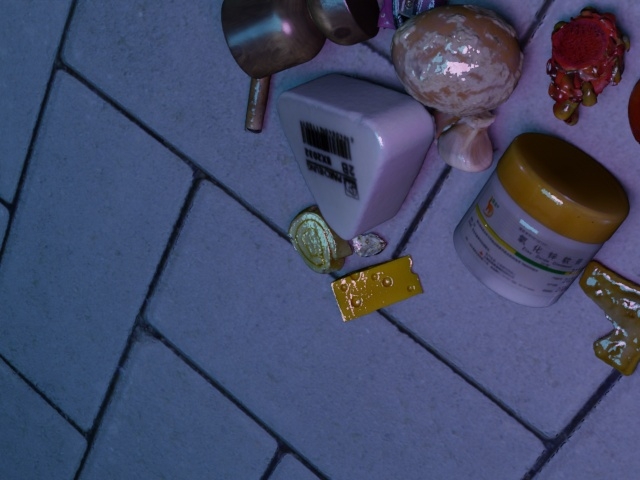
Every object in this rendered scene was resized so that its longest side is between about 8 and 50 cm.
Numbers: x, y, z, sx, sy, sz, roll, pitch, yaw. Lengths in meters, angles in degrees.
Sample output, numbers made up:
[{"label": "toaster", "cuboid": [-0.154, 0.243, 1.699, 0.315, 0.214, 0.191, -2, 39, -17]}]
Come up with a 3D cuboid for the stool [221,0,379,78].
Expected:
[{"label": "stool", "cuboid": [-0.040, -0.439, 1.796, 0.264, 0.179, 0.179, -16, 99, 26]}]

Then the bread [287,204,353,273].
[{"label": "bread", "cuboid": [0.000, 0.000, 2.029, 0.117, 0.064, 0.156, -27, 93, 40]}]

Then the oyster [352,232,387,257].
[{"label": "oyster", "cuboid": [0.108, 0.008, 1.990, 0.083, 0.019, 0.054, -4, 104, 35]}]

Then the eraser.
[{"label": "eraser", "cuboid": [0.083, -0.188, 1.801, 0.331, 0.149, 0.331, 33, 137, 38]}]

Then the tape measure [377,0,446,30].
[{"label": "tape measure", "cuboid": [0.175, -0.444, 1.747, 0.118, 0.074, 0.125, 21, 119, 24]}]

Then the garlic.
[{"label": "garlic", "cuboid": [0.270, -0.199, 1.758, 0.174, 0.124, 0.099, 51, 163, 45]}]

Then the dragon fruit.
[{"label": "dragon fruit", "cuboid": [0.455, -0.295, 1.598, 0.133, 0.149, 0.208, 47, 138, 46]}]

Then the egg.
[{"label": "egg", "cuboid": [0.246, -0.328, 1.663, 0.245, 0.203, 0.203, 15, 117, -1]}]

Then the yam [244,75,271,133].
[{"label": "yam", "cuboid": [-0.128, -0.359, 1.988, 0.046, 0.046, 0.264, 23, 117, 24]}]

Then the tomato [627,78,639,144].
[{"label": "tomato", "cuboid": [0.607, -0.212, 1.543, 0.189, 0.099, 0.173, 2, 107, 30]}]

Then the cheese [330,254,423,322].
[{"label": "cheese", "cuboid": [0.128, 0.098, 1.979, 0.171, 0.126, 0.093, -18, 91, 17]}]

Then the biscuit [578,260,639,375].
[{"label": "biscuit", "cuboid": [0.556, 0.150, 1.746, 0.174, 0.039, 0.184, 28, 119, 20]}]

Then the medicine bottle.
[{"label": "medicine bottle", "cuboid": [0.393, -0.036, 1.658, 0.238, 0.238, 0.232, 39, 124, 15]}]
